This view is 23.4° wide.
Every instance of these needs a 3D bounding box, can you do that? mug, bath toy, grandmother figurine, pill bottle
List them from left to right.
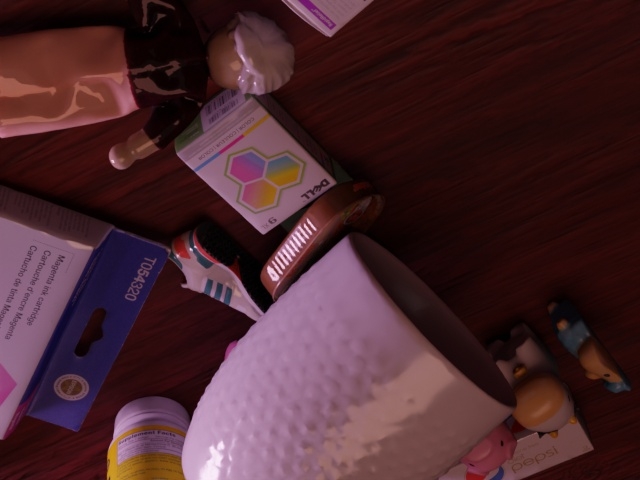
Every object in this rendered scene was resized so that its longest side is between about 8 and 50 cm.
[{"bbox_3d":[-0.197,-0.184,1.612,0.342,0.104,0.207,-6,111,-2],"label":"grandmother figurine"},{"bbox_3d":[-0.206,0.300,1.919,0.119,0.208,0.119,-3,127,-5],"label":"pill bottle"},{"bbox_3d":[0.025,0.199,1.815,0.328,0.374,0.276,-44,79,10],"label":"mug"},{"bbox_3d":[0.211,0.226,1.936,0.348,0.151,0.129,-35,105,16],"label":"bath toy"}]

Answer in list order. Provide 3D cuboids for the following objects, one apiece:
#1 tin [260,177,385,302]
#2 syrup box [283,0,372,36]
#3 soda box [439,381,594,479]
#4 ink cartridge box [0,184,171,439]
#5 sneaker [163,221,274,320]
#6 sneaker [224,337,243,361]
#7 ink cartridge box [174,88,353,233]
[{"bbox_3d":[0.000,0.000,1.782,0.106,0.040,0.189,-20,154,-53],"label":"tin"},{"bbox_3d":[0.057,-0.323,1.539,0.237,0.093,0.096,-37,123,21],"label":"syrup box"},{"bbox_3d":[0.244,0.272,2.041,0.216,0.069,0.074,-24,126,13],"label":"soda box"},{"bbox_3d":[-0.386,0.086,1.806,0.330,0.071,0.324,21,123,-14],"label":"ink cartridge box"},{"bbox_3d":[-0.121,0.044,1.837,0.075,0.057,0.161,-20,131,30],"label":"sneaker"},{"bbox_3d":[-0.099,0.210,1.946,0.072,0.077,0.178,-3,128,-4],"label":"sneaker"},{"bbox_3d":[-0.056,-0.080,1.735,0.109,0.062,0.209,-34,124,17],"label":"ink cartridge box"}]
